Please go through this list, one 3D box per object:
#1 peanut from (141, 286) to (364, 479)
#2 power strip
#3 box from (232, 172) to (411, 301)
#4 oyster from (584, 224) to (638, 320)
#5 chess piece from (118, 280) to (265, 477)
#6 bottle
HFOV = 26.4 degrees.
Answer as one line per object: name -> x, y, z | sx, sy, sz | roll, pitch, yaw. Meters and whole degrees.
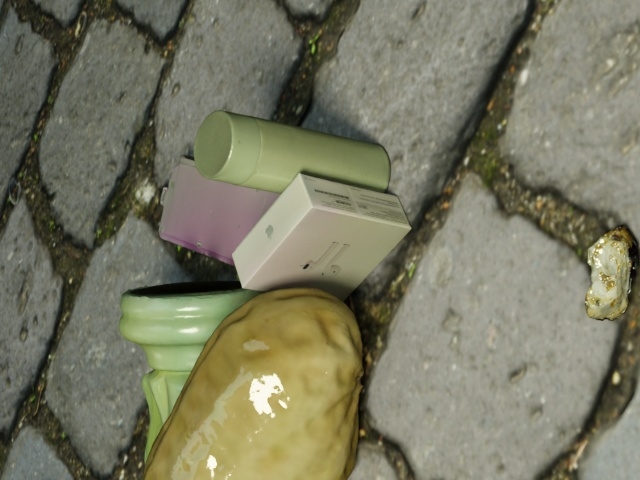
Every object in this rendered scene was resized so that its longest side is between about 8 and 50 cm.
peanut -> -0.073, 0.226, 1.370 | 0.387, 0.192, 0.169 | -63, 22, 8
power strip -> -0.105, -0.029, 1.604 | 0.279, 0.037, 0.109 | 18, 96, 52
box -> 0.000, 0.000, 1.387 | 0.129, 0.130, 0.051 | -49, 45, 33
oyster -> 0.249, 0.028, 1.154 | 0.054, 0.019, 0.083 | 6, 88, 54
chess piece -> -0.133, 0.196, 1.519 | 0.175, 0.175, 0.298 | 4, 98, 52
bottle -> -0.026, -0.080, 1.381 | 0.072, 0.201, 0.072 | -16, 70, 50
